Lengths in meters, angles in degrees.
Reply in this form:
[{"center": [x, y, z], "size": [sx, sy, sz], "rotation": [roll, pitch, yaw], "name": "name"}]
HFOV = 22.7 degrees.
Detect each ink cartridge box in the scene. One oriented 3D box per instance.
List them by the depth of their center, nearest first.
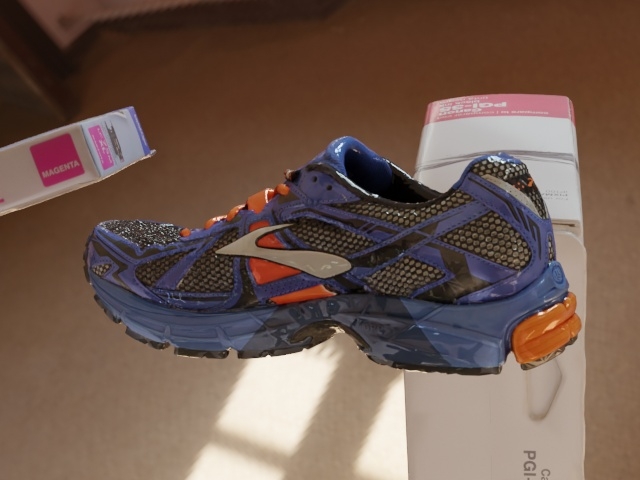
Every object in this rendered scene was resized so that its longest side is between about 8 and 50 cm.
[{"center": [0.124, 0.034, 1.111], "size": [0.117, 0.207, 0.283], "rotation": [0, 20, 8], "name": "ink cartridge box"}, {"center": [-0.269, -0.067, 1.499], "size": [0.185, 0.065, 0.311], "rotation": [-19, 4, 6], "name": "ink cartridge box"}]

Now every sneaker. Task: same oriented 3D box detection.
[{"center": [0.000, 0.000, 0.652], "size": [0.221, 0.087, 0.083], "rotation": [1, 11, 26], "name": "sneaker"}]
